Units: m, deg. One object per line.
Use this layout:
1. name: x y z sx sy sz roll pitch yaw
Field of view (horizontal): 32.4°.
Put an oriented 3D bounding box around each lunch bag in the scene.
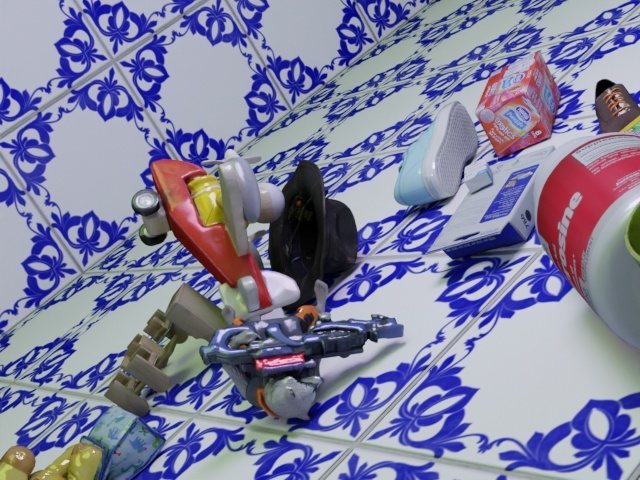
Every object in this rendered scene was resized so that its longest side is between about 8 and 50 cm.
1. lunch bag: -0.375 0.384 1.986 0.151 0.096 0.129 -54 27 -17

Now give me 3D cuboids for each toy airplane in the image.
1. toy airplane: -0.167 -0.010 2.229 0.272 0.384 0.386 -38 21 -22

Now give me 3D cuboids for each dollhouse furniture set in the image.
1. dollhouse furniture set: -0.291 0.235 2.241 0.242 0.161 0.212 -49 12 19

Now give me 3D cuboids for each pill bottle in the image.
1. pill bottle: 0.427 -0.019 1.510 0.229 0.229 0.407 -30 17 5

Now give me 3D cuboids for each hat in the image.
1. hat: 0.000 0.000 2.295 0.134 0.331 0.331 10 0 -23

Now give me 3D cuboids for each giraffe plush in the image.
1. giraffe plush: -0.488 0.418 1.855 0.181 0.171 0.210 -54 19 36

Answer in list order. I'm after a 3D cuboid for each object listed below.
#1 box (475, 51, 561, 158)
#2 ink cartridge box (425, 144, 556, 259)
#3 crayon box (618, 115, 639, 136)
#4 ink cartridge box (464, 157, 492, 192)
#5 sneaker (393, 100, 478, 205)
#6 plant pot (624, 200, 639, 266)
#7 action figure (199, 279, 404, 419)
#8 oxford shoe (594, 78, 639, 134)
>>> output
1. box: 0.441 -0.303 2.435 0.128 0.122 0.257 -23 20 27
2. ink cartridge box: 0.331 -0.056 2.048 0.165 0.065 0.332 -16 21 39
3. crayon box: 0.605 -0.174 1.882 0.278 0.081 0.165 -37 18 -17
4. ink cartridge box: 0.306 -0.128 2.135 0.048 0.028 0.083 -26 18 18
5. sneaker: 0.245 -0.197 2.458 0.150 0.135 0.366 -17 21 30
6. plant pot: 0.488 0.064 1.074 0.275 0.293 0.275 -29 17 10
7. action figure: -0.029 0.196 1.903 0.341 0.178 0.330 -3 27 -1
8. oxford shoe: 0.564 -0.237 2.091 0.097 0.098 0.271 -28 18 11
